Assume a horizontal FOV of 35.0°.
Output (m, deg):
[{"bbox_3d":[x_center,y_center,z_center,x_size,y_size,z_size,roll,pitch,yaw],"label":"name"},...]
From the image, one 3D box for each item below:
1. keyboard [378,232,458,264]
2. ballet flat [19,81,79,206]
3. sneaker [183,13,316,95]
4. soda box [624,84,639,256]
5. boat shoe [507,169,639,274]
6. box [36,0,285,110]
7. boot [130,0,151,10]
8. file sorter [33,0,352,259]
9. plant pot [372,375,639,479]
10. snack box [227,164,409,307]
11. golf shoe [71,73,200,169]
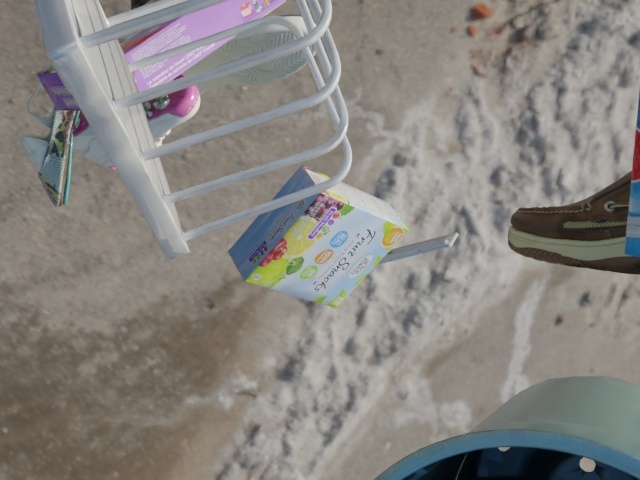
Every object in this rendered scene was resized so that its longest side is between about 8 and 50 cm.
[{"bbox_3d":[0.108,0.028,1.725,0.072,0.256,0.014,-30,105,-67],"label":"keyboard"},{"bbox_3d":[-0.367,-0.159,1.391,0.079,0.077,0.221,10,99,-21],"label":"ballet flat"},{"bbox_3d":[-0.162,-0.332,1.663,0.131,0.350,0.148,48,38,-51],"label":"sneaker"},{"bbox_3d":[0.224,-0.067,0.592,0.210,0.071,0.067,71,36,-53],"label":"soda box"},{"bbox_3d":[0.259,-0.021,0.786,0.095,0.257,0.095,2,94,-42],"label":"boat shoe"},{"bbox_3d":[-0.176,-0.254,1.218,0.293,0.201,0.057,-40,117,-25],"label":"box"},{"bbox_3d":[-0.256,-0.437,1.744,0.198,0.077,0.137,25,61,-70],"label":"boot"},{"bbox_3d":[-0.086,-0.149,0.715,0.173,0.193,0.277,-19,155,-3],"label":"file sorter"},{"bbox_3d":[0.211,0.276,0.862,0.334,0.341,0.341,-20,121,-68],"label":"plant pot"},{"bbox_3d":[0.000,0.000,1.467,0.207,0.070,0.174,18,120,-47],"label":"snack box"},{"bbox_3d":[-0.281,-0.183,1.576,0.140,0.306,0.115,41,56,-39],"label":"golf shoe"}]
